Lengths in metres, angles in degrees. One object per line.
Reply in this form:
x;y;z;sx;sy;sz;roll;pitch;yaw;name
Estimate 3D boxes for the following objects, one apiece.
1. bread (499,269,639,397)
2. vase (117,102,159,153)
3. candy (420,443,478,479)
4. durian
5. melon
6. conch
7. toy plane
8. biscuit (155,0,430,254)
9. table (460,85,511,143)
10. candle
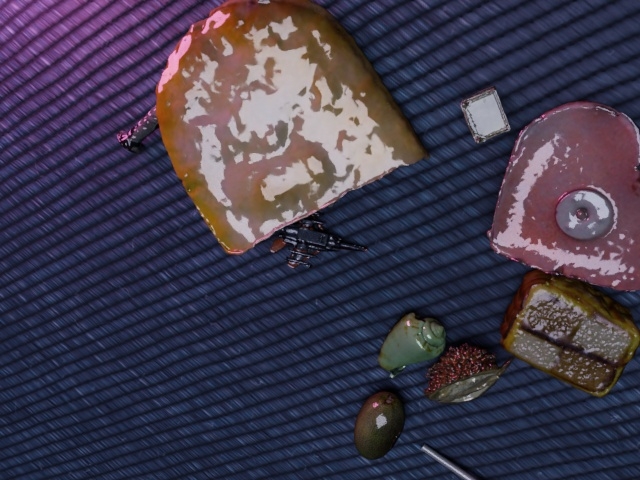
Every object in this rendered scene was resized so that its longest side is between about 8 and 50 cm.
0.446;0.163;1.020;0.222;0.096;0.181;27;114;8;bread
-0.341;-0.247;1.163;0.167;0.059;0.059;-33;94;23;vase
0.366;0.532;1.161;0.365;0.124;0.124;31;113;16;candy
0.279;0.247;1.089;0.188;0.091;0.148;-26;141;26;durian
0.121;0.388;1.185;0.099;0.099;0.162;22;117;10;melon
0.173;0.203;1.131;0.170;0.079;0.106;-40;76;30;conch
-0.001;-0.001;1.127;0.189;0.061;0.130;10;79;11;toy plane
-0.096;-0.220;1.061;0.429;0.104;0.446;-34;93;16;biscuit
0.280;-0.212;0.964;0.062;0.083;0.079;-22;99;21;table
0.425;-0.054;0.948;0.287;0.131;0.317;-35;84;30;candle
